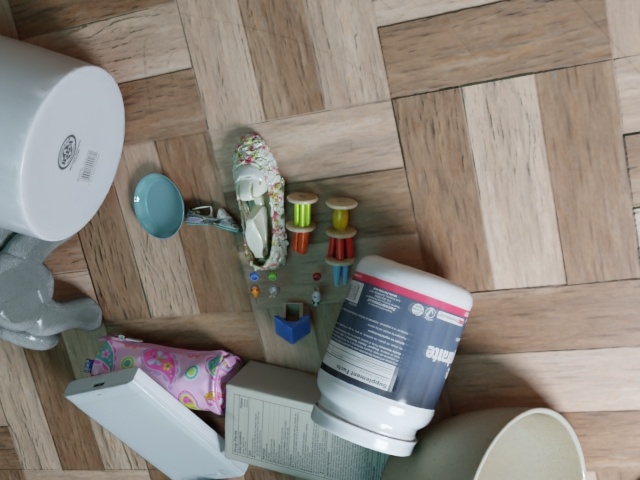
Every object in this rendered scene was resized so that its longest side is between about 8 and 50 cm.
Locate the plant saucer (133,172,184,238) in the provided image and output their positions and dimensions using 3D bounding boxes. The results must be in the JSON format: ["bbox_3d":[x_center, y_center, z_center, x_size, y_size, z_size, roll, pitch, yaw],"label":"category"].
[{"bbox_3d":[-0.284,-0.063,1.533,0.119,0.021,0.119,9,106,31],"label":"plant saucer"}]

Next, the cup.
[{"bbox_3d":[0.236,0.415,1.368,0.237,0.331,0.331,1,110,46],"label":"cup"}]

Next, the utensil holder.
[{"bbox_3d":[-0.576,-0.196,1.445,0.386,0.327,0.327,17,113,14],"label":"utensil holder"}]

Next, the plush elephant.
[{"bbox_3d":[-0.616,0.091,1.607,0.256,0.330,0.271,6,118,39],"label":"plush elephant"}]

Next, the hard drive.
[{"bbox_3d":[-0.303,0.350,1.591,0.203,0.040,0.307,-17,128,37],"label":"hard drive"}]

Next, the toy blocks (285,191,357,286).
[{"bbox_3d":[0.000,0.000,1.436,0.123,0.054,0.148,8,111,18],"label":"toy blocks"}]

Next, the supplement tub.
[{"bbox_3d":[0.108,0.175,1.331,0.191,0.191,0.272,19,89,14],"label":"supplement tub"}]

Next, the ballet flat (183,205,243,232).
[{"bbox_3d":[-0.187,-0.040,1.506,0.114,0.041,0.041,9,111,18],"label":"ballet flat"}]

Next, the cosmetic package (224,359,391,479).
[{"bbox_3d":[-0.008,0.332,1.521,0.310,0.113,0.160,11,112,18],"label":"cosmetic package"}]

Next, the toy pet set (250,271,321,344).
[{"bbox_3d":[-0.059,0.117,1.466,0.122,0.065,0.114,0,131,1],"label":"toy pet set"}]

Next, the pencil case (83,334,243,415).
[{"bbox_3d":[-0.290,0.248,1.599,0.284,0.124,0.124,6,110,21],"label":"pencil case"}]

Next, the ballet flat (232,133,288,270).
[{"bbox_3d":[-0.104,-0.058,1.444,0.091,0.077,0.240,-5,105,25],"label":"ballet flat"}]
